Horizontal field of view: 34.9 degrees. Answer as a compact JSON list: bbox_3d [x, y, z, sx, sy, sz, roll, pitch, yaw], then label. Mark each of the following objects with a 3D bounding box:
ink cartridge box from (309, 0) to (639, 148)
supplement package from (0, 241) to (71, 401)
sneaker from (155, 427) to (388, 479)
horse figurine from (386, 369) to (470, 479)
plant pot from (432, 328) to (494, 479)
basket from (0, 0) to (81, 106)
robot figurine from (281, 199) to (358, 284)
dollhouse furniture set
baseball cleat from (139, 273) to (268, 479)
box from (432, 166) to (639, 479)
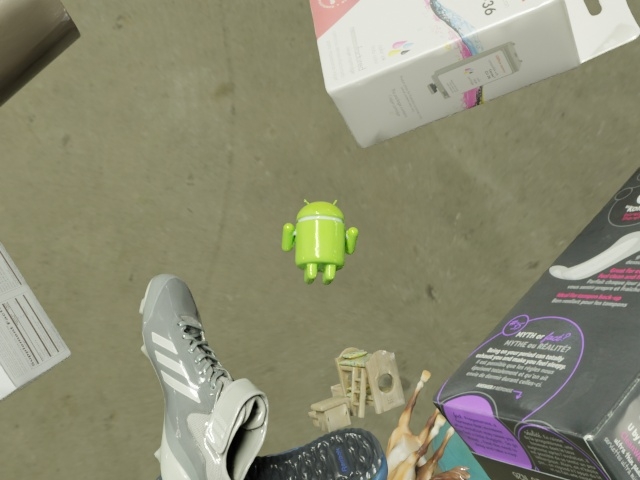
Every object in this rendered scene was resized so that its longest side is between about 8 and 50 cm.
[{"bbox_3d":[0.098,-0.154,0.683,0.198,0.067,0.115,-20,50,12],"label":"ink cartridge box"},{"bbox_3d":[-0.480,0.137,1.231,0.261,0.145,0.204,-32,91,16],"label":"supplement package"},{"bbox_3d":[-0.042,0.223,0.898,0.209,0.082,0.069,-11,54,-4],"label":"sneaker"},{"bbox_3d":[0.130,0.287,1.358,0.066,0.263,0.175,24,101,-8],"label":"horse figurine"},{"bbox_3d":[0.357,0.297,1.829,0.271,0.272,0.255,14,125,8],"label":"plant pot"},{"bbox_3d":[-0.474,-0.286,1.463,0.226,0.154,0.204,-34,79,-8],"label":"basket"},{"bbox_3d":[0.000,0.000,1.358,0.101,0.067,0.115,2,74,-6],"label":"robot figurine"},{"bbox_3d":[0.023,0.249,1.754,0.160,0.182,0.101,-15,94,-29],"label":"dollhouse furniture set"},{"bbox_3d":[-0.094,0.115,0.860,0.109,0.072,0.206,-22,67,28],"label":"baseball cleat"},{"bbox_3d":[0.239,0.077,0.705,0.270,0.165,0.143,-44,109,-21],"label":"box"}]
